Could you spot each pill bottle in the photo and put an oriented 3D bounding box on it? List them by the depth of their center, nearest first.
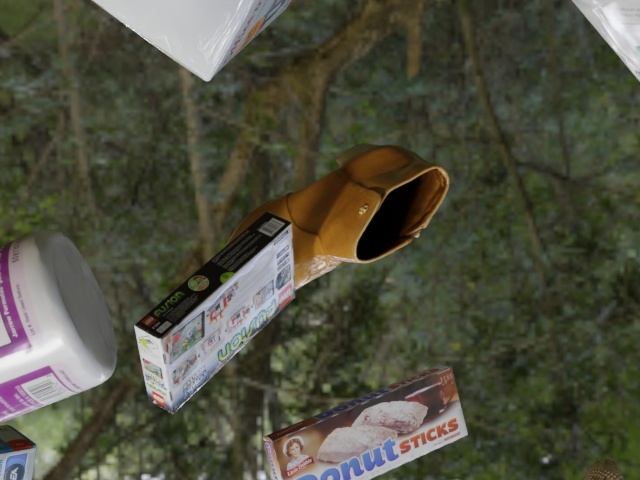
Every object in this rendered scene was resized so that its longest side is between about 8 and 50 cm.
[{"bbox_3d":[-0.375,0.115,1.158,0.302,0.169,0.169,-21,-176,3],"label":"pill bottle"}]

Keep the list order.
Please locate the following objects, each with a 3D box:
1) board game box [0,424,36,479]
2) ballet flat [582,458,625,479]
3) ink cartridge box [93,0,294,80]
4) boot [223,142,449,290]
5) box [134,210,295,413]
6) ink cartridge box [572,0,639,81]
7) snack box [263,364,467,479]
[{"bbox_3d":[-0.569,0.430,1.601,0.302,0.308,0.086,-1,-163,-45],"label":"board game box"},{"bbox_3d":[0.254,0.303,1.087,0.067,0.206,0.073,16,149,-20],"label":"ballet flat"},{"bbox_3d":[-0.072,-0.230,0.851,0.127,0.128,0.176,36,-138,0],"label":"ink cartridge box"},{"bbox_3d":[0.001,0.000,1.292,0.295,0.104,0.211,-44,-159,-3],"label":"boot"},{"bbox_3d":[-0.103,0.072,1.186,0.036,0.114,0.207,26,-132,27],"label":"box"},{"bbox_3d":[0.378,-0.207,0.975,0.270,0.198,0.197,44,177,-20],"label":"ink cartridge box"},{"bbox_3d":[0.040,0.162,0.951,0.178,0.064,0.022,-19,-170,-26],"label":"snack box"}]
